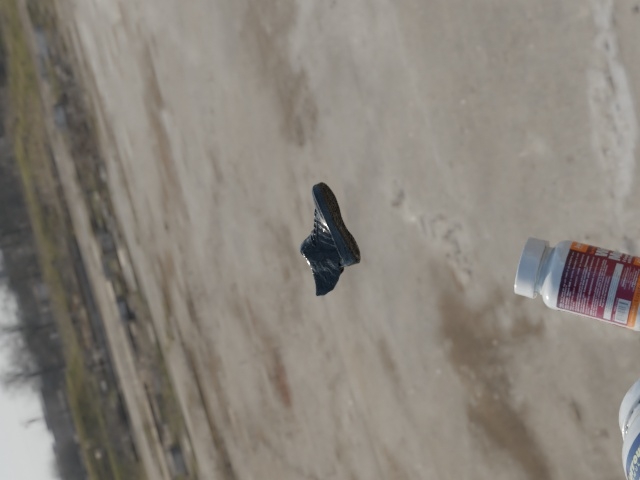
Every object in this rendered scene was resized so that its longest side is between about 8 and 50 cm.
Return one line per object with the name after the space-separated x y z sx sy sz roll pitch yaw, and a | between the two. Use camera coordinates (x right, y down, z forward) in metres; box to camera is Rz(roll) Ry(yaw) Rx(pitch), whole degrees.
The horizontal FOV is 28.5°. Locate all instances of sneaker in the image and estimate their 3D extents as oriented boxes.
0.001 -0.001 1.919 0.170 0.089 0.051 63 -156 -19 | sneaker

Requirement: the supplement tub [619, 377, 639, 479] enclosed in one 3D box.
0.537 0.327 1.654 0.325 0.235 0.235 -101 4 -54 | supplement tub

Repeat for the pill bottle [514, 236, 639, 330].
0.444 0.068 2.102 0.121 0.221 0.121 15 -90 -73 | pill bottle
